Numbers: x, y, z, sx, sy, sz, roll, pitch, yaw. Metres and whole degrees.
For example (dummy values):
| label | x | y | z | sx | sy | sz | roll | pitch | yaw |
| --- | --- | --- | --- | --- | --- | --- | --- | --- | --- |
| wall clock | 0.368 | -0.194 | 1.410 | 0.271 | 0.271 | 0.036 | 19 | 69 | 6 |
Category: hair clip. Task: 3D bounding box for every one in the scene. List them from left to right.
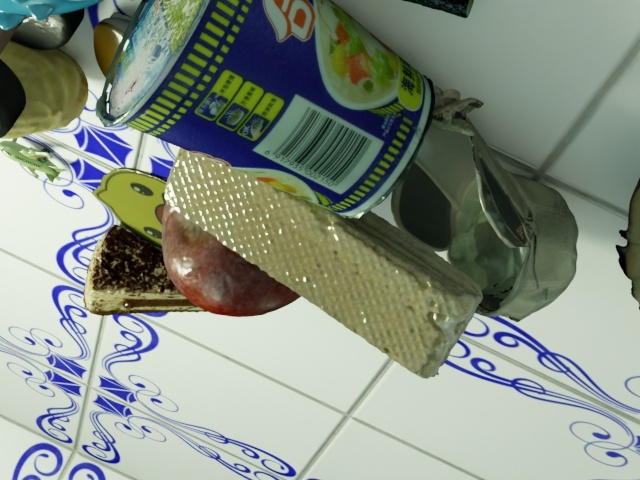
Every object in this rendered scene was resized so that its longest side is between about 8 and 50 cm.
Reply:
| label | x | y | z | sx | sy | sz | roll | pitch | yaw |
| --- | --- | --- | --- | --- | --- | --- | --- | --- | --- |
| hair clip | 0.125 | -0.152 | 1.655 | 0.062 | 0.056 | 0.214 | 18 | 174 | -27 |

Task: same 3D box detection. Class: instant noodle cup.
| label | x | y | z | sx | sy | sz | roll | pitch | yaw |
| --- | --- | --- | --- | --- | --- | --- | --- | --- | --- |
| instant noodle cup | -0.047 | -0.179 | 1.565 | 0.312 | 0.284 | 0.284 | 29 | 153 | -23 |

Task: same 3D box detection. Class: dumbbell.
| label | x | y | z | sx | sy | sz | roll | pitch | yaw |
| --- | --- | --- | --- | --- | --- | --- | --- | --- | --- |
| dumbbell | -0.409 | -0.251 | 1.748 | 0.152 | 0.218 | 0.152 | 19 | 151 | 11 |

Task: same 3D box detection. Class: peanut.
| label | x | y | z | sx | sy | sz | roll | pitch | yaw |
| --- | --- | --- | --- | --- | --- | --- | --- | --- | --- |
| peanut | -0.472 | -0.210 | 1.872 | 0.319 | 0.147 | 0.147 | 5 | 156 | -15 |

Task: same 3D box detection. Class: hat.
| label | x | y | z | sx | sy | sz | roll | pitch | yaw |
| --- | --- | --- | --- | --- | --- | --- | --- | --- | --- |
| hat | 0.211 | -0.036 | 1.711 | 0.275 | 0.161 | 0.232 | 60 | 153 | -11 |

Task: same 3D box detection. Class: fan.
| label | x | y | z | sx | sy | sz | roll | pitch | yaw |
| --- | --- | --- | --- | --- | --- | --- | --- | --- | --- |
| fan | -0.214 | -0.027 | 2.198 | 0.335 | 0.011 | 0.229 | 19 | 152 | 15 |

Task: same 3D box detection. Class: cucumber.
| label | x | y | z | sx | sy | sz | roll | pitch | yaw |
| --- | --- | --- | --- | --- | --- | --- | --- | --- | --- |
| cucumber | 0.100 | -0.272 | 1.502 | 0.133 | 0.032 | 0.032 | 17 | 151 | 14 |

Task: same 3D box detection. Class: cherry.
| label | x | y | z | sx | sy | sz | roll | pitch | yaw |
| --- | --- | --- | --- | --- | --- | --- | --- | --- | --- |
| cherry | -0.103 | -0.003 | 1.924 | 0.206 | 0.239 | 0.239 | -21 | 132 | 22 |

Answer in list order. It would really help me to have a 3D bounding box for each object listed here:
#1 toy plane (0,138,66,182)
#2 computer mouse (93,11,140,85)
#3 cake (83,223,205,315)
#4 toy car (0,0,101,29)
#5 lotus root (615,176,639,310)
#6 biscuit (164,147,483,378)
| label | x | y | z | sx | sy | sz | roll | pitch | yaw |
| --- | --- | --- | --- | --- | --- | --- | --- | --- | --- |
| toy plane | -0.453 | -0.129 | 2.183 | 0.111 | 0.040 | 0.102 | 33 | 150 | -12 |
| computer mouse | -0.158 | -0.194 | 1.806 | 0.310 | 0.072 | 0.158 | 23 | 154 | 3 |
| cake | -0.279 | 0.093 | 2.315 | 0.246 | 0.135 | 0.112 | 29 | 157 | -10 |
| toy car | -0.327 | -0.336 | 1.571 | 0.255 | 0.190 | 0.188 | 4 | 145 | 31 |
| lotus root | 0.520 | 0.025 | 1.603 | 0.375 | 0.111 | 0.390 | 34 | 154 | -14 |
| biscuit | 0.000 | 0.000 | 1.719 | 0.426 | 0.078 | 0.144 | 35 | 125 | 12 |
